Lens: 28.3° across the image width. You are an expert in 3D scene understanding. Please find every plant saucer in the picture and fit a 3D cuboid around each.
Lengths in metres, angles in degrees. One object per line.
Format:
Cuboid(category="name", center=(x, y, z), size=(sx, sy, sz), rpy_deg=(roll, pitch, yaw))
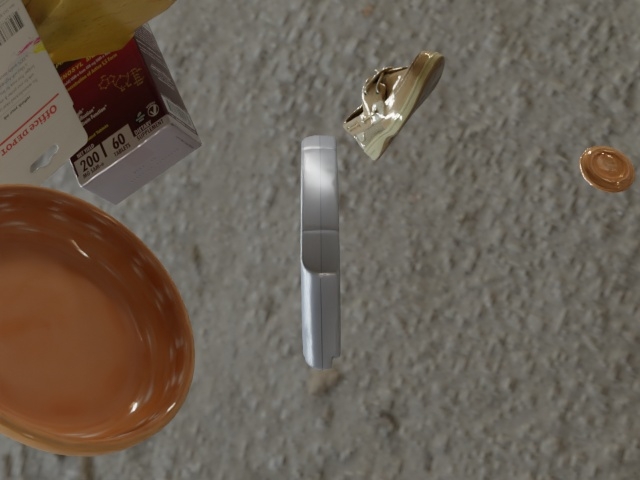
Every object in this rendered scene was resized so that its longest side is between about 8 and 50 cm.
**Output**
Cuboid(category="plant saucer", center=(0.418, -0.106, 1.848), size=(0.013, 0.083, 0.083), rpy_deg=(106, 157, -53))
Cuboid(category="plant saucer", center=(-0.175, 0.054, 0.827), size=(0.037, 0.200, 0.200), rpy_deg=(-43, 45, 37))

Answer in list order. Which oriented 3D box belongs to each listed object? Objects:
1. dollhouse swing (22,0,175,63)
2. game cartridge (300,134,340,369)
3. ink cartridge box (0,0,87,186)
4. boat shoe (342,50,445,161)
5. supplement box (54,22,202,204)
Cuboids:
Cuboid(category="dollhouse swing", center=(-0.241, -0.385, 1.160), size=(0.347, 0.315, 0.305), rpy_deg=(-43, 86, 26))
Cuboid(category="game cartridge", center=(0.000, 0.000, 1.677), size=(0.294, 0.060, 0.196), rpy_deg=(-91, 4, -51))
Cuboid(category="ink cartridge box", center=(-0.281, -0.130, 1.072), size=(0.061, 0.181, 0.104), rpy_deg=(17, 52, 37))
Cuboid(category="boat shoe", center=(0.124, -0.260, 2.356), size=(0.121, 0.110, 0.341), rpy_deg=(-51, -1, -29))
Cuboid(category="supplement box", center=(-0.240, -0.176, 1.436), size=(0.130, 0.073, 0.239), rpy_deg=(-34, 61, 13))
